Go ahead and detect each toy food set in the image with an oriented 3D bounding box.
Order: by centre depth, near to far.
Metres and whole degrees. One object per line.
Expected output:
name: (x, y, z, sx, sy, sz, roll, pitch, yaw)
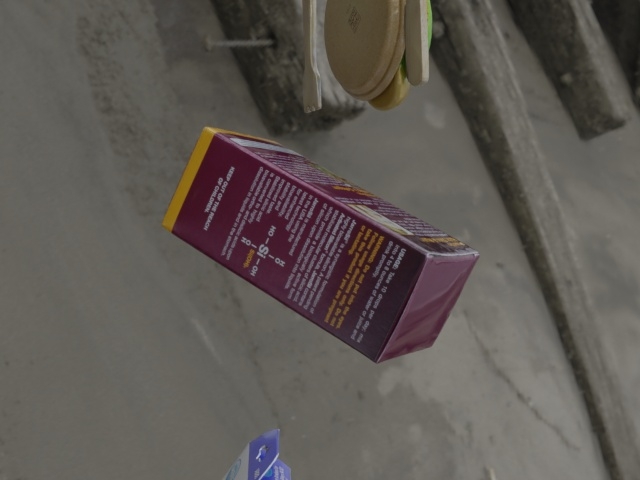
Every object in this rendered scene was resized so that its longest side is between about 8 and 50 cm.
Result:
toy food set: (0.043, -0.166, 0.763, 0.038, 0.192, 0.132, -2, 92, -27)

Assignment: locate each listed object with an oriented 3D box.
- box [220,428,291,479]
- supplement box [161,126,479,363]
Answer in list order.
box: (-0.051, 0.146, 0.423, 0.028, 0.136, 0.081, 38, 3, -6)
supplement box: (0.000, 0.000, 0.679, 0.188, 0.081, 0.104, 31, 13, 24)
